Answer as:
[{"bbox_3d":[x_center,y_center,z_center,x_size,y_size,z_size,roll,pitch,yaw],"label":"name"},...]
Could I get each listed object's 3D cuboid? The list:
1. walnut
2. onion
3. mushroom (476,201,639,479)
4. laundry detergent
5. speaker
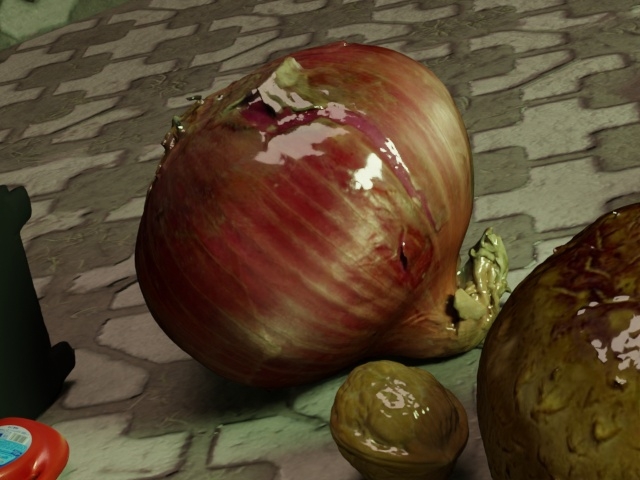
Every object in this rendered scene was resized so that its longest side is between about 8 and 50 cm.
[{"bbox_3d":[0.062,0.146,1.366,0.105,0.105,0.124,-25,38,-28],"label":"walnut"},{"bbox_3d":[-0.016,-0.029,1.589,0.353,0.354,0.354,-12,20,4],"label":"onion"},{"bbox_3d":[0.274,0.095,1.213,0.345,0.239,0.345,-35,22,16],"label":"mushroom"},{"bbox_3d":[-0.285,0.214,1.493,0.097,0.049,0.165,3,27,19],"label":"laundry detergent"},{"bbox_3d":[-0.384,0.087,1.625,0.184,0.232,0.254,-3,23,24],"label":"speaker"}]
